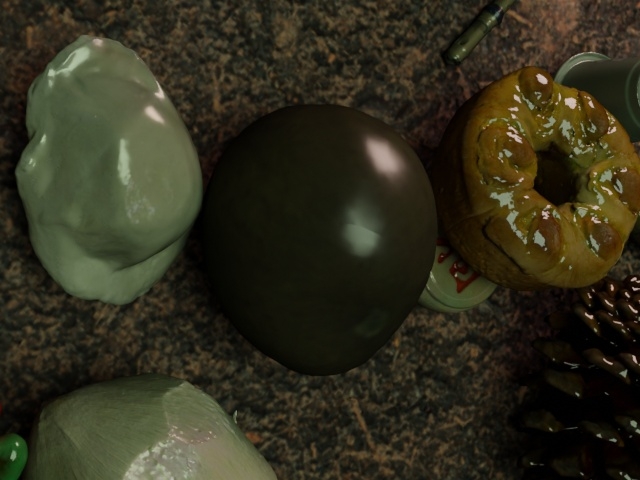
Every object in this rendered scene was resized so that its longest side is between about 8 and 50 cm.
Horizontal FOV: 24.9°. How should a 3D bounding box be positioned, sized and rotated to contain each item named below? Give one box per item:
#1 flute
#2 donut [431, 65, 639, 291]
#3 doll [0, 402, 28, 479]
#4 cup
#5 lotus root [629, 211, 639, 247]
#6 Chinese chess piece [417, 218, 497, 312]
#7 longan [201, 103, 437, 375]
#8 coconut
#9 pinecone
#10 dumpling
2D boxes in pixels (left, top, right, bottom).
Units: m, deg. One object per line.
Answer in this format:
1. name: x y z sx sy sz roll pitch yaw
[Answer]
1. flute: 0.208 -0.267 1.540 0.233 0.027 0.027 -48 112 -18
2. donut: 0.217 -0.057 1.456 0.226 0.114 0.227 8 74 -31
3. doll: -0.338 0.283 1.187 0.182 0.160 0.363 4 93 -7
4. cup: 0.317 -0.146 1.540 0.120 0.141 0.120 0 90 -27
5. lotus root: 0.403 -0.016 1.625 0.179 0.080 0.089 26 93 -22
6. Chinese chess piece: 0.133 0.015 1.496 0.122 0.051 0.122 -1 92 -28
7. longan: 0.000 0.000 1.320 0.248 0.248 0.248 -1 92 -29
8. coconut: -0.155 0.218 1.258 0.224 0.224 0.234 -38 110 -22
9. pinecone: 0.322 0.170 1.519 0.244 0.244 0.309 22 103 -27
10. dumpling: -0.188 -0.057 1.277 0.162 0.132 0.250 -31 121 -33
